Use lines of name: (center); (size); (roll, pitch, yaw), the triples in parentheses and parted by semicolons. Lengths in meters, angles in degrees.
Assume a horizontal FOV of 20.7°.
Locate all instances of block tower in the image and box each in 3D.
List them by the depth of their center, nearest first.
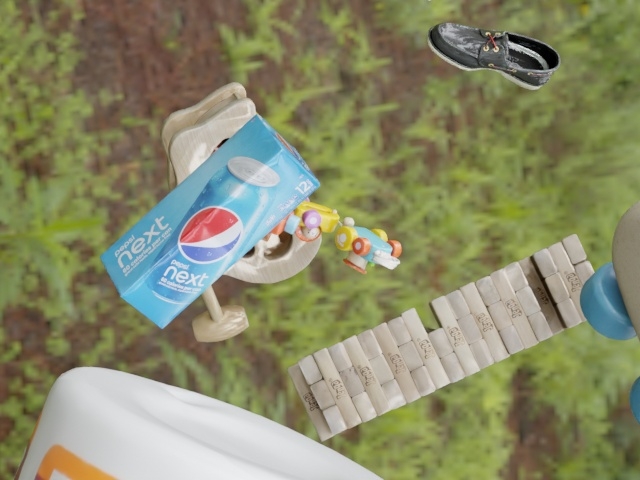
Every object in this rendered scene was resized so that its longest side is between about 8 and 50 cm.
block tower: (0.133, 0.105, 1.858); (0.097, 0.335, 0.091); (67, -2, -84)

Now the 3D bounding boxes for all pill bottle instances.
pill bottle: (-0.116, 0.291, 1.001); (0.224, 0.224, 0.392); (19, 93, -52)

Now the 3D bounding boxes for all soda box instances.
soda box: (-0.106, -0.018, 1.678); (0.067, 0.210, 0.071); (42, 9, -40)

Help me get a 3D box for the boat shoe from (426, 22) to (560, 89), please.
boat shoe: (0.165, -0.183, 1.672); (0.133, 0.042, 0.049); (16, 59, -18)

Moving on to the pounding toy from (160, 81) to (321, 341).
pounding toy: (-0.077, -0.022, 1.889); (0.155, 0.154, 0.269); (-123, -156, -66)

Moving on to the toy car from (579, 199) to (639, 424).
toy car: (0.406, 0.043, 1.619); (0.238, 0.219, 0.210); (-10, 62, -27)

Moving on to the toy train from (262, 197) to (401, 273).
toy train: (0.000, 0.000, 1.791); (0.125, 0.166, 0.046); (-59, 173, -73)
